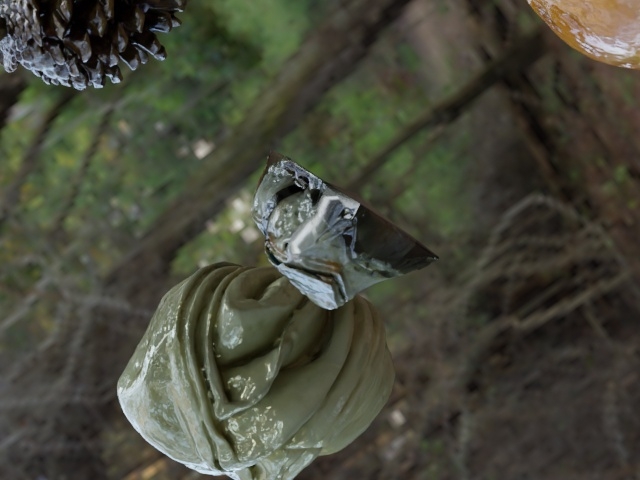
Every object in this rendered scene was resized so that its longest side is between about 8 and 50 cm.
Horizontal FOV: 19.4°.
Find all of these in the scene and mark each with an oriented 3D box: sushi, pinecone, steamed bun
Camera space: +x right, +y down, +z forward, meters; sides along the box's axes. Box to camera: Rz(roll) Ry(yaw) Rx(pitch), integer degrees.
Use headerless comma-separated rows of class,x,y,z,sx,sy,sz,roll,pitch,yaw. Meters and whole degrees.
sushi,-0.017,-0.012,1.900,0.134,0.109,0.273,35,179,-38
pinecone,-0.249,-0.243,1.990,0.212,0.169,0.185,10,-174,-28
steamed bun,-0.057,0.147,2.170,0.289,0.276,0.203,29,160,-8

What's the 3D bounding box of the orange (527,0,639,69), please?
orange,0.276,-0.270,1.545,0.261,0.261,0.261,54,-175,-6
